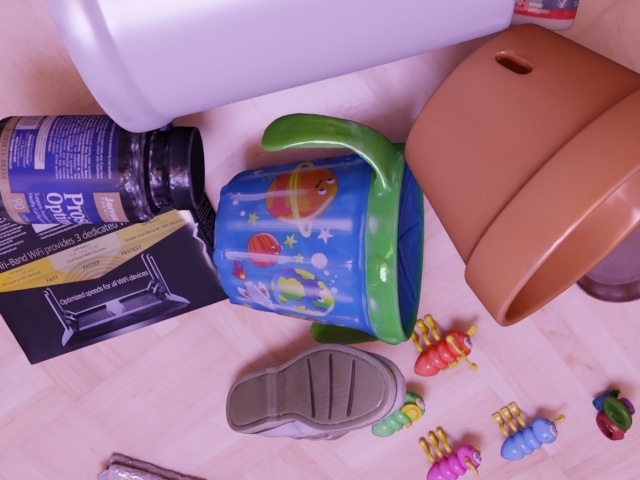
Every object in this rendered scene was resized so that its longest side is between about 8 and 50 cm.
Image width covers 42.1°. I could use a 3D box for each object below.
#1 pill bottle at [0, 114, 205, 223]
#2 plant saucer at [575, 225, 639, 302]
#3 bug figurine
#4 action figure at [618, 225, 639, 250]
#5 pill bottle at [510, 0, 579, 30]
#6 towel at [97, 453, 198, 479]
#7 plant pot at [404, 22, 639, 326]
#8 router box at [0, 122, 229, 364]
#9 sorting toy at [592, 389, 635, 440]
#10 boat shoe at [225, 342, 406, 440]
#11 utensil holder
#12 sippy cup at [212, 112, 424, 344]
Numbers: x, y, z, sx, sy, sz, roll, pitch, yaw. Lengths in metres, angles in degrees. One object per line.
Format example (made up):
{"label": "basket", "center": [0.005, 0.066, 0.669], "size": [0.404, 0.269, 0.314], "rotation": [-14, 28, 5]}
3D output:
{"label": "pill bottle", "center": [-0.245, -0.079, 0.927], "size": [0.219, 0.123, 0.123], "rotation": [0, 114, 3]}
{"label": "plant saucer", "center": [0.377, -0.001, 1.012], "size": [0.168, 0.029, 0.169], "rotation": [-4, 119, -7]}
{"label": "bug figurine", "center": [0.195, 0.246, 1.166], "size": [0.216, 0.072, 0.279], "rotation": [-41, 107, 19]}
{"label": "action figure", "center": [0.330, -0.035, 1.036], "size": [0.232, 0.063, 0.137], "rotation": [12, 113, -10]}
{"label": "pill bottle", "center": [0.237, -0.324, 0.886], "size": [0.107, 0.108, 0.180], "rotation": [7, 114, 0]}
{"label": "towel", "center": [-0.221, 0.446, 1.292], "size": [0.282, 0.049, 0.187], "rotation": [17, 115, -5]}
{"label": "plant pot", "center": [0.224, -0.081, 0.856], "size": [0.203, 0.291, 0.291], "rotation": [48, 112, 20]}
{"label": "router box", "center": [-0.291, 0.003, 1.077], "size": [0.308, 0.081, 0.243], "rotation": [-18, 112, 11]}
{"label": "sorting toy", "center": [0.415, 0.237, 1.157], "size": [0.042, 0.061, 0.102], "rotation": [-28, 151, -15]}
{"label": "boat shoe", "center": [0.006, 0.205, 1.095], "size": [0.103, 0.113, 0.302], "rotation": [19, 156, -40]}
{"label": "utensil holder", "center": [-0.038, -0.305, 0.798], "size": [0.385, 0.328, 0.328], "rotation": [-12, 113, 5]}
{"label": "sippy cup", "center": [0.000, 0.000, 0.994], "size": [0.224, 0.240, 0.306], "rotation": [1, 100, 15]}
